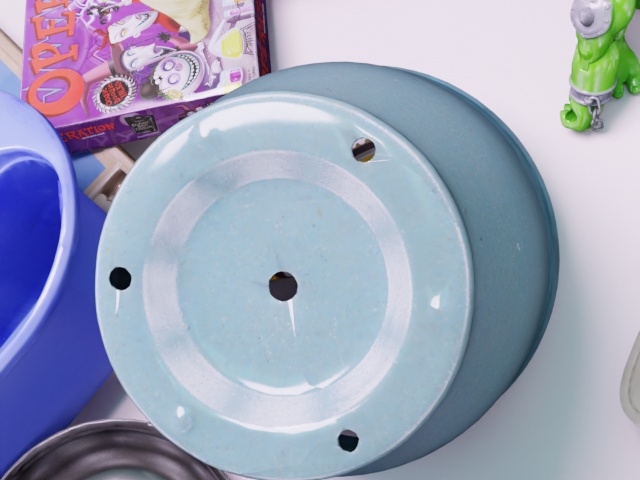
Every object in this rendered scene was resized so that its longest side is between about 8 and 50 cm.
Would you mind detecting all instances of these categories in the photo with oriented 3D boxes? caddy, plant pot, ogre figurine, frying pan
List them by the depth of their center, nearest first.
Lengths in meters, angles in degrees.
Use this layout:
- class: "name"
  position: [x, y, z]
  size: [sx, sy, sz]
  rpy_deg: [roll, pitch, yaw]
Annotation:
- class: "plant pot"
  position: [0.003, 0.018, 0.545]
  size: [0.271, 0.255, 0.272]
  rpy_deg: [1, 93, 13]
- class: "frying pan"
  position: [-0.130, 0.287, 0.645]
  size: [0.197, 0.053, 0.326]
  rpy_deg: [-13, 75, -6]
- class: "ogre figurine"
  position: [0.221, -0.181, 0.656]
  size: [0.197, 0.118, 0.097]
  rpy_deg: [-42, 63, 3]
- class: "caddy"
  position: [-0.293, 0.052, 0.675]
  size: [0.241, 0.179, 0.341]
  rpy_deg: [37, 87, 26]

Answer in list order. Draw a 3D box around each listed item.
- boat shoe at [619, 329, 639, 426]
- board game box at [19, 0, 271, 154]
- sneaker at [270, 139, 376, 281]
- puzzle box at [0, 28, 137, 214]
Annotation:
- class: "boat shoe"
  position: [0.268, 0.029, 0.595]
  size: [0.228, 0.068, 0.081]
  rpy_deg: [-60, 29, -9]
- class: "board game box"
  position: [-0.156, -0.245, 0.829]
  size: [0.208, 0.056, 0.347]
  rpy_deg: [-13, 63, 12]
- class: "sneaker"
  position: [0.000, 0.000, 0.703]
  size: [0.185, 0.069, 0.084]
  rpy_deg: [-35, 63, 8]
- class: "puzzle box"
  position: [-0.316, -0.028, 0.840]
  size: [0.409, 0.052, 0.272]
  rpy_deg: [42, 90, 27]
